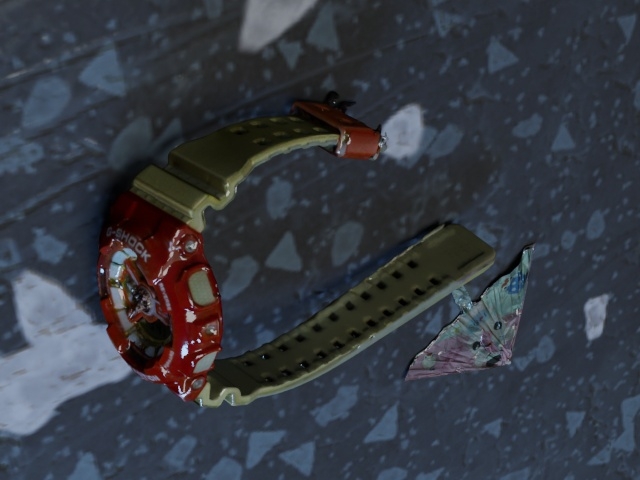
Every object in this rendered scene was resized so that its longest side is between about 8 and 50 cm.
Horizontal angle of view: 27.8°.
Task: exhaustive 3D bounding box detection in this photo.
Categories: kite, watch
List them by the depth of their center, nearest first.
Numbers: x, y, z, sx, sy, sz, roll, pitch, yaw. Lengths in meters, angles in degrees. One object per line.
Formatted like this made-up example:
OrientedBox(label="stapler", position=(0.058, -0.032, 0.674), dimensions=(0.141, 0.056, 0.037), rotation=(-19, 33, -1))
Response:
OrientedBox(label="watch", position=(-0.006, -0.002, 0.780), dimensions=(0.268, 0.102, 0.165), rotation=(-28, 128, -29))
OrientedBox(label="kite", position=(0.109, 0.052, 0.939), dimensions=(0.139, 0.011, 0.157), rotation=(-45, 133, -8))
